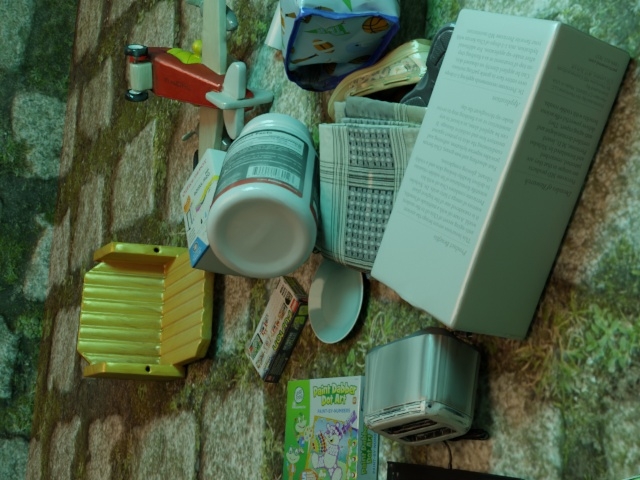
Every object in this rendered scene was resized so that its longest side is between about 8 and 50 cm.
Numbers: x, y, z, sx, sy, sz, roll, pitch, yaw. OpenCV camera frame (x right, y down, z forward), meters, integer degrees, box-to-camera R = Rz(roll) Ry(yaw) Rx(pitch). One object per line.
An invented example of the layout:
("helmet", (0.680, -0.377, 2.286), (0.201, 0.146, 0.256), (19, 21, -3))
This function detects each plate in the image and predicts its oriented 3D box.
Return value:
("plate", (0.036, 0.112, 1.771), (0.188, 0.024, 0.188), (-25, 59, 52))

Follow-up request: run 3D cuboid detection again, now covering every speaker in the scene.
("speaker", (-0.087, -0.525, 2.135), (0.055, 0.055, 0.136), (42, 116, 53))

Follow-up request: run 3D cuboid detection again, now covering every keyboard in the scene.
("keyboard", (0.211, 0.383, 1.412), (0.317, 0.033, 0.201), (-11, 72, 54))

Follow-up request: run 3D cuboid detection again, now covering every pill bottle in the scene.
("pill bottle", (-0.103, -0.104, 1.802), (0.210, 0.210, 0.363), (-57, 15, 30))

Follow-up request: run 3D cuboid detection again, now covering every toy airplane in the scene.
("toy airplane", (-0.274, -0.406, 2.240), (0.386, 0.272, 0.384), (-32, 92, 38))

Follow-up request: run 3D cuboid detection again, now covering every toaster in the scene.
("toaster", (0.164, 0.235, 1.417), (0.227, 0.129, 0.146), (-27, 44, 45))

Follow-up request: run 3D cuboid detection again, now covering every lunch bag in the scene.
("lunch bag", (0.031, -0.505, 1.774), (0.385, 0.239, 0.327), (136, 138, -74))

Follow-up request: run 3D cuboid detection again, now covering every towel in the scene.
("towel", (0.097, -0.095, 1.608), (0.312, 0.056, 0.324), (16, 106, 55))

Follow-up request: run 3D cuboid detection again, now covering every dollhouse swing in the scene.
("dollhouse swing", (-0.449, 0.165, 2.273), (0.305, 0.315, 0.346), (132, 142, -68))

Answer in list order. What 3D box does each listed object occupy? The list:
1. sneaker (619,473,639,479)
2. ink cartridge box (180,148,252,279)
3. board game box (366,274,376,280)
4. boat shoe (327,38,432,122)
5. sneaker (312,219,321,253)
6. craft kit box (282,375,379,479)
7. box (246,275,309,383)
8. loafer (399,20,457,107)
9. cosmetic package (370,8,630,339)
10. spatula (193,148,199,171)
("sneaker", (0.391, 0.334, 1.044), (0.343, 0.146, 0.134), (-45, 45, 40))
("ink cartridge box", (-0.206, -0.062, 2.061), (0.171, 0.168, 0.232), (-50, 41, 37))
("board game box", (0.106, -0.015, 1.701), (0.103, 0.026, 0.154), (-51, 41, 36))
("boat shoe", (0.115, -0.280, 1.701), (0.285, 0.105, 0.089), (-31, 55, 47))
("sneaker", (0.000, 0.000, 1.844), (0.158, 0.061, 0.064), (-130, 23, -58))
("craft kit box", (0.018, 0.385, 1.686), (0.250, 0.061, 0.246), (-17, 63, 53))
("box", (-0.090, 0.192, 1.926), (0.114, 0.036, 0.206), (50, 122, 51))
("loafer", (0.218, -0.259, 1.548), (0.109, 0.095, 0.302), (44, 143, 17))
("cosmetic package", (0.264, -0.104, 1.363), (0.230, 0.162, 0.453), (34, 108, 56))
("spatula", (-0.320, -0.132, 2.386), (0.084, 0.030, 0.296), (-45, 45, 39))
